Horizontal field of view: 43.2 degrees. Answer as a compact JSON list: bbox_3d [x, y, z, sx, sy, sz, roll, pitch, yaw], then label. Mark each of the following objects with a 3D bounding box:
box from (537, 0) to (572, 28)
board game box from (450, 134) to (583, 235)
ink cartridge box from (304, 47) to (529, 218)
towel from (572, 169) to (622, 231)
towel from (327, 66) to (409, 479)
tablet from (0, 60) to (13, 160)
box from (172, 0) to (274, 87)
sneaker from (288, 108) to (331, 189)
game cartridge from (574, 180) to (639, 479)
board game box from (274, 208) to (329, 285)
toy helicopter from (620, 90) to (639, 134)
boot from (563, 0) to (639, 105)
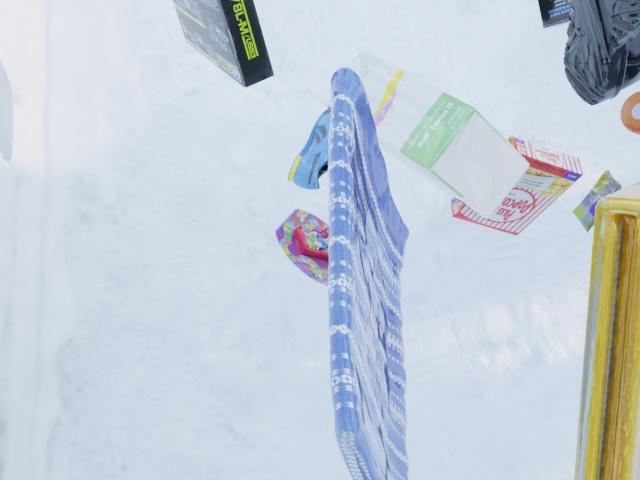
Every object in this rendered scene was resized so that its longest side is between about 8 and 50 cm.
[{"bbox_3d":[0.317,-0.413,0.974,0.087,0.169,0.289,-6,99,48],"label":"box"},{"bbox_3d":[0.347,-0.094,1.452,0.147,0.193,0.045,14,51,-21],"label":"board game box"},{"bbox_3d":[0.151,-0.196,1.356,0.119,0.207,0.353,-54,47,5],"label":"ink cartridge box"},{"bbox_3d":[0.399,-0.059,1.166,0.009,0.060,0.083,24,117,-18],"label":"towel"},{"bbox_3d":[0.047,0.050,0.664,0.040,0.243,0.336,-8,51,11],"label":"towel"},{"bbox_3d":[-0.156,-0.081,0.373,0.006,0.083,0.054,-10,58,-6],"label":"tablet"},{"bbox_3d":[-0.130,-0.288,0.913,0.045,0.184,0.191,-29,39,-14],"label":"box"},{"bbox_3d":[0.006,-0.197,1.770,0.082,0.069,0.209,20,64,12],"label":"sneaker"},{"bbox_3d":[0.324,0.078,0.768,0.053,0.324,0.285,10,106,36],"label":"game cartridge"},{"bbox_3d":[0.000,0.000,1.331,0.133,0.168,0.033,42,120,-2],"label":"board game box"},{"bbox_3d":[0.738,-0.197,1.458,0.235,0.140,0.355,-48,53,25],"label":"toy helicopter"},{"bbox_3d":[0.338,-0.246,0.739,0.207,0.246,0.094,-27,63,-5],"label":"boot"}]
